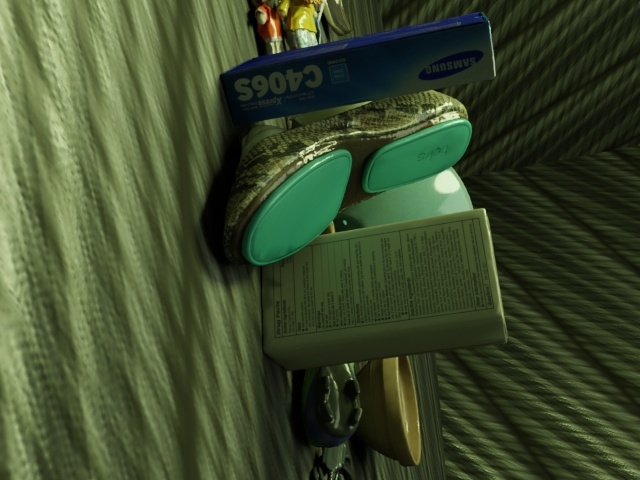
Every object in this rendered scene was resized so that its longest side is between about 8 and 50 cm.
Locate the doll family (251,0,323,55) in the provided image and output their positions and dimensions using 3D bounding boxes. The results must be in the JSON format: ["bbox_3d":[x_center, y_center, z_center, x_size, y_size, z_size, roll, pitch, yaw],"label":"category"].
[{"bbox_3d":[-0.031,-0.374,1.257,0.263,0.118,0.163,-43,122,-75],"label":"doll family"}]

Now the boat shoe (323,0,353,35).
[{"bbox_3d":[0.043,-0.679,1.786,0.132,0.130,0.356,-54,133,-72],"label":"boat shoe"}]

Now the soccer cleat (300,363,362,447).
[{"bbox_3d":[0.008,0.170,1.123,0.121,0.093,0.289,128,-30,-49],"label":"soccer cleat"}]

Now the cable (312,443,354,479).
[{"bbox_3d":[0.021,0.390,1.113,0.184,0.047,0.151,-83,165,-59],"label":"cable"}]

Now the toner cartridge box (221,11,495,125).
[{"bbox_3d":[0.056,-0.237,1.018,0.165,0.347,0.075,-68,147,-66],"label":"toner cartridge box"}]

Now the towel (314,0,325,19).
[{"bbox_3d":[0.003,-0.520,1.585,0.144,0.029,0.197,105,-8,-46],"label":"towel"}]

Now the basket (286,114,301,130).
[{"bbox_3d":[0.023,-0.240,1.308,0.103,0.167,0.113,15,66,-69],"label":"basket"}]

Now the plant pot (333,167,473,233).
[{"bbox_3d":[0.118,-0.023,1.415,0.195,0.290,0.290,-28,113,-38],"label":"plant pot"}]

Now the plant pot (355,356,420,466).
[{"bbox_3d":[0.121,0.320,1.441,0.237,0.109,0.237,-9,90,-78],"label":"plant pot"}]

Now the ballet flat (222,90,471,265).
[{"bbox_3d":[0.010,-0.113,1.011,0.482,0.182,0.164,-29,144,-39],"label":"ballet flat"}]

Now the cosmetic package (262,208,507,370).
[{"bbox_3d":[0.083,0.071,1.001,0.113,0.309,0.160,55,29,-61],"label":"cosmetic package"}]

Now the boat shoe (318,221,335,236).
[{"bbox_3d":[0.000,0.000,1.247,0.170,0.063,0.059,-86,158,-44],"label":"boat shoe"}]
